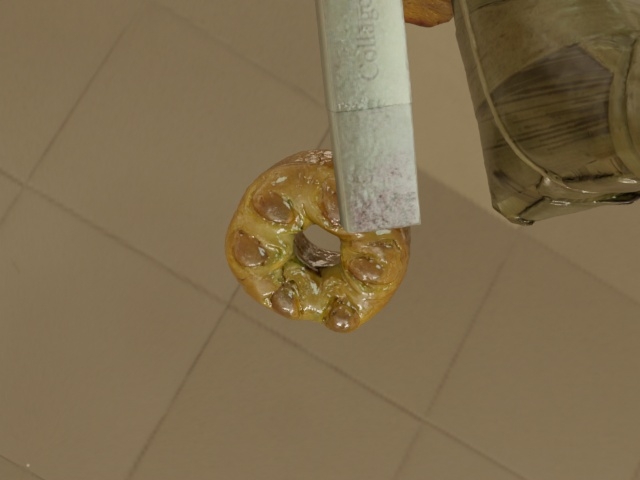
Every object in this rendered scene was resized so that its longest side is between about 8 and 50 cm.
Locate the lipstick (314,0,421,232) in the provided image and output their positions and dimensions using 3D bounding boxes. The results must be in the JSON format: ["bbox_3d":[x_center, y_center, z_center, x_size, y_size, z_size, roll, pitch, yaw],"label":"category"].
[{"bbox_3d":[0.032,-0.168,0.962,0.066,0.068,0.317,-7,100,-5],"label":"lipstick"}]

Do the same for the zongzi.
[{"bbox_3d":[0.273,-0.285,1.213,0.218,0.467,0.499,-13,86,-15],"label":"zongzi"}]

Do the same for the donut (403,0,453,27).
[{"bbox_3d":[0.113,-0.344,1.534,0.152,0.259,0.101,21,80,9],"label":"donut"}]

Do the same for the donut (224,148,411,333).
[{"bbox_3d":[0.002,-0.001,1.458,0.227,0.114,0.226,6,118,11],"label":"donut"}]
